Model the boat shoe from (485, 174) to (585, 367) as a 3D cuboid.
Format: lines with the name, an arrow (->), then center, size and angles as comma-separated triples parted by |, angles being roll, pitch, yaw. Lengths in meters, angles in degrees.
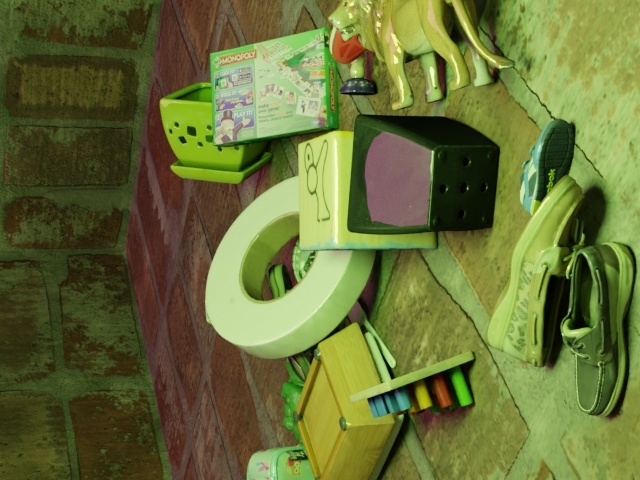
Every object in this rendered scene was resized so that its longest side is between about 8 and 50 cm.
boat shoe -> 0.302, 0.043, 1.354 | 0.089, 0.104, 0.285 | 30, 132, 23

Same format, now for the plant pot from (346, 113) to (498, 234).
plant pot -> 0.169, -0.094, 1.582 | 0.167, 0.187, 0.188 | 17, 107, 55

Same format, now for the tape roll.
tape roll -> -0.064, 0.048, 2.024 | 0.392, 0.072, 0.392 | -25, 47, 30

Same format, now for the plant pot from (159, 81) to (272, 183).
plant pot -> -0.242, -0.261, 2.492 | 0.227, 0.228, 0.207 | -46, -40, -62

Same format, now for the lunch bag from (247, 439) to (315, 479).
lunch bag -> -0.030, 0.541, 2.045 | 0.108, 0.224, 0.279 | -20, 70, 47

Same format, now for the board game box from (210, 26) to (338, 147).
board game box -> -0.106, -0.329, 2.233 | 0.317, 0.046, 0.213 | -5, 84, 35

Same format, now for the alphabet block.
alphabet block -> 0.078, -0.081, 1.782 | 0.192, 0.193, 0.197 | 177, 92, -68

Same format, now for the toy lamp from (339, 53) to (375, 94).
toy lamp -> 0.071, -0.418, 1.956 | 0.080, 0.080, 0.274 | -175, 85, -69

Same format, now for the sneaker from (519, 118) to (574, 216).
sneaker -> 0.301, -0.100, 1.391 | 0.059, 0.053, 0.144 | -124, 40, -59

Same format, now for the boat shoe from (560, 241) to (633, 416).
boat shoe -> 0.335, 0.111, 1.274 | 0.080, 0.073, 0.223 | -151, 63, -67

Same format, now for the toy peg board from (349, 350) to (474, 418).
toy peg board -> 0.157, 0.251, 1.648 | 0.079, 0.161, 0.161 | 69, 156, 9

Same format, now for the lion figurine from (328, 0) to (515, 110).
lion figurine -> 0.161, -0.339, 1.594 | 0.392, 0.142, 0.240 | -5, 100, 63

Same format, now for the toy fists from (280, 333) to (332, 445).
toy fists -> -0.026, 0.307, 2.193 | 0.142, 0.096, 0.279 | -122, 34, -60

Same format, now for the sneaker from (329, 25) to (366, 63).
sneaker -> 0.100, -0.378, 1.824 | 0.221, 0.087, 0.128 | -54, 42, 35

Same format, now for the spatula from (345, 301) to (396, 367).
spatula -> 0.086, 0.223, 2.009 | 0.242, 0.019, 0.168 | -123, 39, -55

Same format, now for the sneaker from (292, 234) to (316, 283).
sneaker -> 0.000, 0.000, 2.144 | 0.132, 0.086, 0.228 | 157, 112, -65

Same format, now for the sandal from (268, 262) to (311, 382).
sandal -> -0.046, 0.153, 2.095 | 0.120, 0.086, 0.302 | 75, -178, -46

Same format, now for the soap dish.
soap dish -> 0.046, 0.335, 1.952 | 0.291, 0.118, 0.229 | 108, 151, -45
